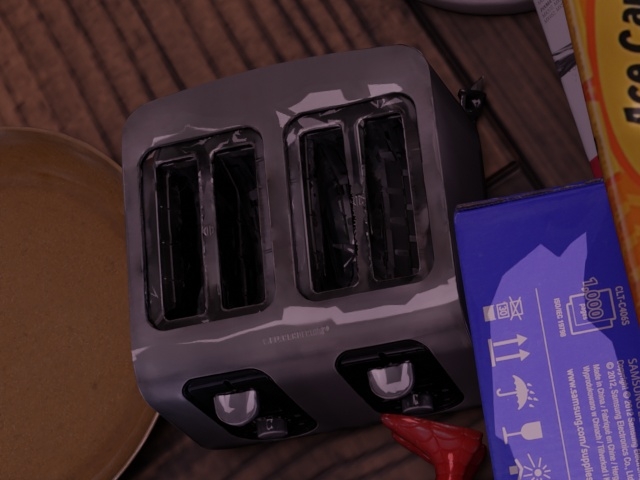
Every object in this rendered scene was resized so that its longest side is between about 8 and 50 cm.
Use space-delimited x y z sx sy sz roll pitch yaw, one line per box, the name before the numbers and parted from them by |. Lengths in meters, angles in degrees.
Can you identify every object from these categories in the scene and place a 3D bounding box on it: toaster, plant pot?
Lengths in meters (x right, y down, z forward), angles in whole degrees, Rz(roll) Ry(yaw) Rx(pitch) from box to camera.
toaster | 0.000 0.000 0.782 0.168 0.110 0.185 -10 69 15
plant pot | -0.180 0.053 0.872 0.236 0.032 0.236 -5 75 17

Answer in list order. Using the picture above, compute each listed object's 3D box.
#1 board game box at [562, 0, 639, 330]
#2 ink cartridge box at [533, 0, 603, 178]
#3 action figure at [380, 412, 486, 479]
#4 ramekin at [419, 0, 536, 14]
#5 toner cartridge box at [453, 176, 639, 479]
board game box | 0.313 0.082 0.526 0.356 0.356 0.356 -15 71 13
ink cartridge box | 0.173 -0.089 0.752 0.109 0.063 0.150 -5 68 -28
action figure | -0.013 0.219 0.740 0.139 0.091 0.280 8 77 12
ramekin | 0.087 -0.232 0.823 0.207 0.109 0.207 -5 73 17
toner cartridge box | 0.131 0.162 0.669 0.075 0.165 0.347 -12 72 15
